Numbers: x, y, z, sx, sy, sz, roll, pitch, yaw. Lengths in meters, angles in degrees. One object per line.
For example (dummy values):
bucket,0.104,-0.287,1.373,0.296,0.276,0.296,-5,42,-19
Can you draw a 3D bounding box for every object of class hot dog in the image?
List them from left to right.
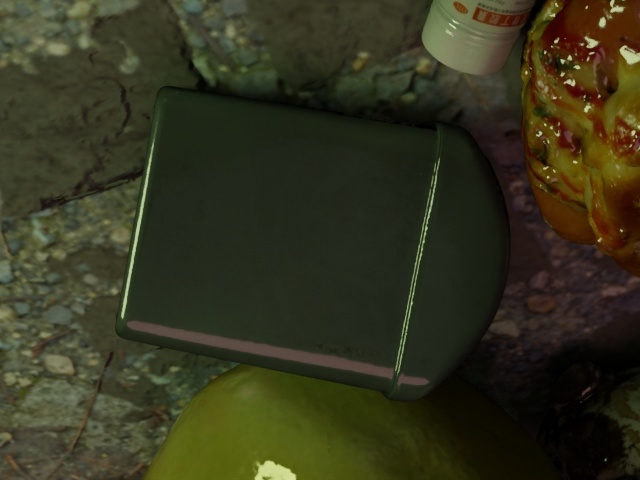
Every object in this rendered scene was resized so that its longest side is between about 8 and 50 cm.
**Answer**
hot dog,0.196,-0.083,0.704,0.153,0.150,0.257,-12,138,-25

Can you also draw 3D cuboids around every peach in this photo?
peach,0.032,0.223,0.893,0.315,0.282,0.314,25,162,27

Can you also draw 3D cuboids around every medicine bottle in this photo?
medicine bottle,0.098,-0.147,0.710,0.057,0.057,0.089,11,131,-12

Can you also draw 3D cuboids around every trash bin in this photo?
trash bin,0.000,0.000,0.773,0.236,0.101,0.177,11,95,-8

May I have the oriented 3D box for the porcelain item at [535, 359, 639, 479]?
porcelain item,0.308,0.143,0.956,0.288,0.138,0.186,-36,142,22
